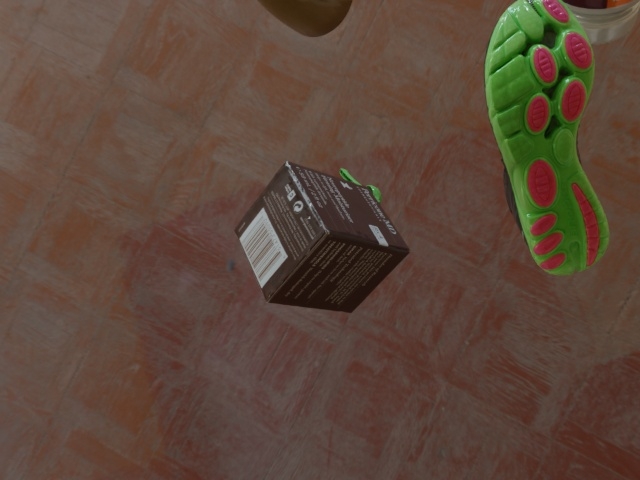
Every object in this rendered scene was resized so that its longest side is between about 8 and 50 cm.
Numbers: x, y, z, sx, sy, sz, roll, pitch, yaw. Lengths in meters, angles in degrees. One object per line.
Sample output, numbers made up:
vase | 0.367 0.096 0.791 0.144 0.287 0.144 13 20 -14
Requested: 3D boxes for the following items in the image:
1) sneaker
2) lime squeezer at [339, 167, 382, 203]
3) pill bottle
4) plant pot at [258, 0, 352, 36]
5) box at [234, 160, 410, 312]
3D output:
sneaker | 0.376 -0.177 1.106 0.185 0.202 0.482 -10 105 1
lime squeezer | 0.074 -0.087 1.317 0.110 0.310 0.059 29 118 -4
pill bottle | 0.623 -0.644 1.372 0.224 0.392 0.224 -8 55 11
plant pot | -0.078 -0.665 1.611 0.237 0.254 0.237 5 99 33
box | 0.000 0.000 1.044 0.167 0.203 0.168 -50 51 26
